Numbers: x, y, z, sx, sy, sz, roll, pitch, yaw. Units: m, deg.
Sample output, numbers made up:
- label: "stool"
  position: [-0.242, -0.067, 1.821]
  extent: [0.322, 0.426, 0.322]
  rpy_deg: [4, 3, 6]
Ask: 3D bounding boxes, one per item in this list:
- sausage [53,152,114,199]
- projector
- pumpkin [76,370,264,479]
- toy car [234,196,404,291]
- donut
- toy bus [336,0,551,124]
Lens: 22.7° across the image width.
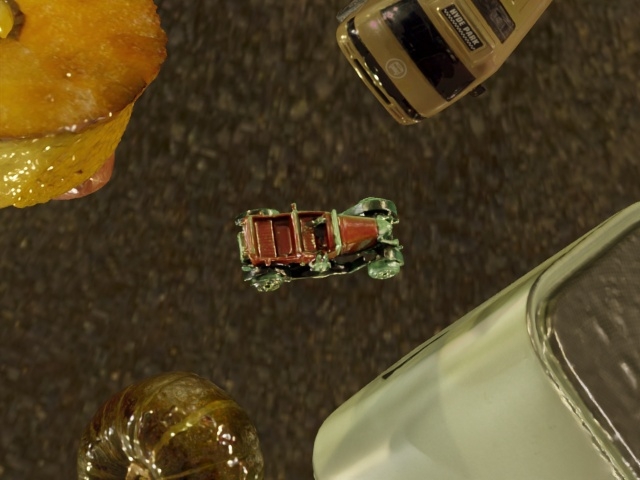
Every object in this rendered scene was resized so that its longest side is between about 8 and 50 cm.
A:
- label: "sausage"
  position: [-0.233, -0.069, 1.412]
  extent: [0.065, 0.169, 0.065]
  rpy_deg: [-2, 94, -33]
- label: "projector"
  position: [0.184, 0.151, 1.144]
  extent: [0.249, 0.249, 0.248]
  rpy_deg: [-38, 85, 42]
- label: "pumpkin"
  position: [-0.149, 0.237, 1.670]
  extent: [0.219, 0.162, 0.219]
  rpy_deg: [7, 101, 40]
- label: "toy car"
  position: [0.000, 0.000, 1.376]
  extent: [0.143, 0.073, 0.054]
  rpy_deg: [-5, 158, -6]
- label: "donut"
  position: [-0.197, -0.088, 0.998]
  extent: [0.152, 0.259, 0.101]
  rpy_deg: [41, 132, 28]
- label: "toy bus"
  position: [0.147, -0.247, 1.579]
  extent: [0.157, 0.289, 0.139]
  rpy_deg: [-24, 108, 46]
